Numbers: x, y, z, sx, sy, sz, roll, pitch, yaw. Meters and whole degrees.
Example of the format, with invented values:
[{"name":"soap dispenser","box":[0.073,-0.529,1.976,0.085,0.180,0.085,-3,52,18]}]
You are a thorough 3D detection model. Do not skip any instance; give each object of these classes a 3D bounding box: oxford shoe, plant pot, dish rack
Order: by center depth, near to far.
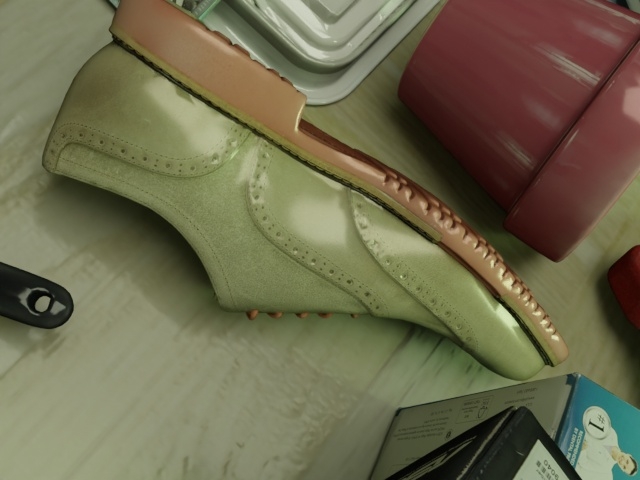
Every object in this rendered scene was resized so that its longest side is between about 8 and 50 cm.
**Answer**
[{"name":"oxford shoe","box":[0.000,0.000,0.575,0.397,0.140,0.146,36,95,-13]},{"name":"plant pot","box":[0.169,-0.113,0.632,0.180,0.201,0.201,38,63,10]},{"name":"dish rack","box":[0.002,-0.303,0.684,0.285,0.072,0.333,43,64,-5]}]

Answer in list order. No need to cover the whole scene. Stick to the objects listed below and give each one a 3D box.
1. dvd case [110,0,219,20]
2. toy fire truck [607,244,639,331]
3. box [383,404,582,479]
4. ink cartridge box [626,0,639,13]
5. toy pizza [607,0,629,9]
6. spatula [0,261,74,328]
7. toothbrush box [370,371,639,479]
[{"name":"dvd case","box":[-0.127,-0.208,0.602,0.087,0.013,0.119,-42,94,16]},{"name":"toy fire truck","box":[0.410,0.104,0.677,0.302,0.169,0.253,-2,56,-23]},{"name":"box","box":[0.076,0.314,0.358,0.395,0.318,0.097,54,33,7]},{"name":"ink cartridge box","box":[0.432,-0.248,0.814,0.333,0.065,0.165,-2,70,-31]},{"name":"toy pizza","box":[0.271,-0.279,0.801,0.201,0.032,0.201,9,70,-25]},{"name":"spatula","box":[-0.287,-0.010,0.478,0.297,0.030,0.084,22,72,-8]},{"name":"toothbrush box","box":[0.193,0.216,0.512,0.296,0.216,0.126,31,65,-12]}]
